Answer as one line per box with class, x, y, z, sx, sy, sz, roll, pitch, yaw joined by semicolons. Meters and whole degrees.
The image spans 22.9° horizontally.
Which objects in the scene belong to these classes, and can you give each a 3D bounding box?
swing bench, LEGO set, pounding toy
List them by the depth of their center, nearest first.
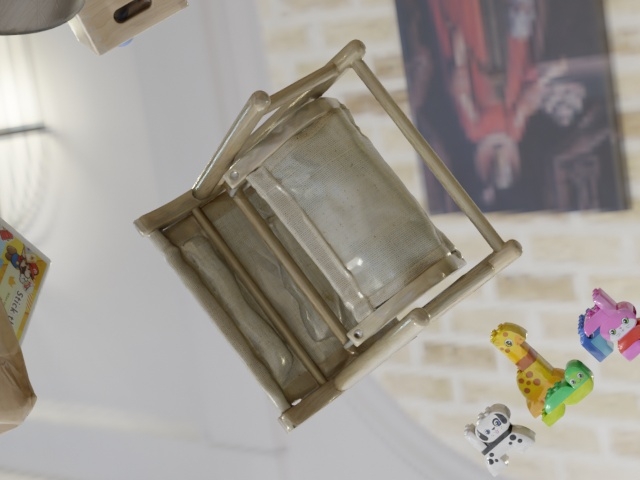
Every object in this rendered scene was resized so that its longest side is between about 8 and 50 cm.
swing bench;0.000;0.000;1.472;0.165;0.253;0.254;-32;173;-43
LEGO set;0.217;0.111;1.524;0.227;0.093;0.087;-45;-174;22
pounding toy;-0.210;-0.298;1.901;0.181;0.094;0.206;-31;-156;-9

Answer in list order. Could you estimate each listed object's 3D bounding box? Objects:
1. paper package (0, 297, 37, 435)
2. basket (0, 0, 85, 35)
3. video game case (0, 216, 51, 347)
paper package;-0.413;0.101;1.008;0.309;0.168;0.325;-29;162;23
basket;-0.184;-0.264;0.990;0.204;0.154;0.227;-14;148;-51
video game case;-0.344;0.045;1.391;0.026;0.206;0.227;-23;-142;33
